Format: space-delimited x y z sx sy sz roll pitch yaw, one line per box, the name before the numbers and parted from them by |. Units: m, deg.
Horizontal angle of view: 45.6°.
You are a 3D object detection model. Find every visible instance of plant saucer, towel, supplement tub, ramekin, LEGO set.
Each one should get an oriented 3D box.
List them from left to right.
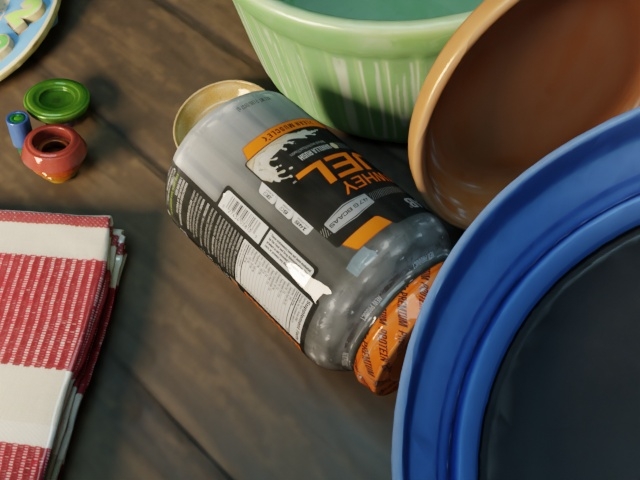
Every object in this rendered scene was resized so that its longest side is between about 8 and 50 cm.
towel | -0.276 0.127 0.508 0.236 0.037 0.329 4 63 11
plant saucer | -0.073 -0.088 0.595 0.083 0.015 0.084 -3 63 7
supplement tub | 0.000 0.000 0.482 0.117 0.117 0.190 -43 65 -13
ramekin | 0.069 -0.221 0.564 0.303 0.148 0.304 -4 63 7
plant saucer | 0.140 -0.088 0.461 0.199 0.200 0.037 -24 49 -4
LEGO set | 0.235 0.071 0.429 0.227 0.087 0.093 -9 59 12

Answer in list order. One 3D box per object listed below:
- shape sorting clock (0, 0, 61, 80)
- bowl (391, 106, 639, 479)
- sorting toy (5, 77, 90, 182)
shape sorting clock | -0.329 -0.209 0.684 0.206 0.040 0.206 -4 62 7
bowl | 0.226 0.091 0.311 0.390 0.077 0.391 -10 53 13
sorting toy | -0.214 -0.082 0.607 0.061 0.042 0.102 -2 50 -9
